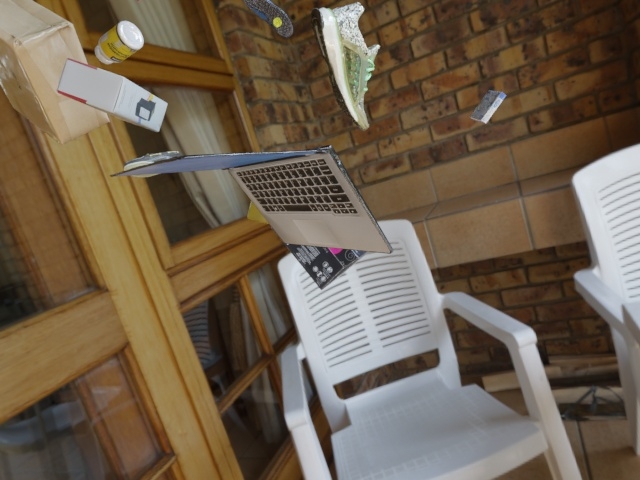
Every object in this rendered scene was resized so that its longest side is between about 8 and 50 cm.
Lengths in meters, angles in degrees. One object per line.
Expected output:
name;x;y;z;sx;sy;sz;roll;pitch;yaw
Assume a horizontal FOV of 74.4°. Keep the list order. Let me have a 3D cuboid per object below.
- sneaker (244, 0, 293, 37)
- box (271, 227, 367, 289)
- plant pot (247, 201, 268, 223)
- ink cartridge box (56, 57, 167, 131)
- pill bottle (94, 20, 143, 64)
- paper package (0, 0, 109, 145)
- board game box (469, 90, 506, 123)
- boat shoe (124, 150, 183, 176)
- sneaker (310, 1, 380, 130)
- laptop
sneaker;-0.186;-0.828;1.533;0.069;0.209;0.082;-49;27;16
box;0.000;0.000;1.303;0.163;0.247;0.142;-42;-8;19
plant pot;-0.181;-0.164;1.961;0.212;0.212;0.187;3;17;-46
ink cartridge box;-0.425;-0.297;0.881;0.127;0.072;0.175;20;5;6
pill bottle;-0.757;-0.731;1.576;0.184;0.103;0.103;-13;10;32
paper package;-0.810;-0.495;1.218;0.168;0.309;0.325;-43;-23;-31
board game box;0.479;-0.385;1.214;0.090;0.020;0.090;-56;15;17
boat shoe;-0.651;-0.303;1.652;0.227;0.069;0.081;-12;-29;-27
sneaker;0.118;-0.546;1.337;0.182;0.410;0.158;-23;37;1
laptop;-0.138;-0.057;0.852;0.382;0.408;0.236;5;48;51
